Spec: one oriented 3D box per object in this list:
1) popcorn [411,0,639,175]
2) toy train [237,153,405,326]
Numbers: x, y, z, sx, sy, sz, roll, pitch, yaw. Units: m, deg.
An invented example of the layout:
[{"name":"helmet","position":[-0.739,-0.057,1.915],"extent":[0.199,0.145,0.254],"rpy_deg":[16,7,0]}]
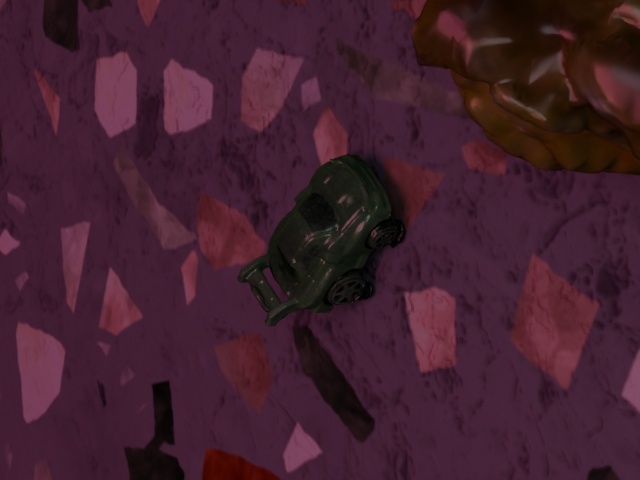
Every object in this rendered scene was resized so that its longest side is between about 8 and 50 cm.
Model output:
[{"name":"popcorn","position":[0.187,-0.137,1.255],"extent":[0.237,0.251,0.206],"rpy_deg":[25,120,52]},{"name":"toy train","position":[0.000,0.000,1.642],"extent":[0.099,0.081,0.149],"rpy_deg":[57,135,31]}]
